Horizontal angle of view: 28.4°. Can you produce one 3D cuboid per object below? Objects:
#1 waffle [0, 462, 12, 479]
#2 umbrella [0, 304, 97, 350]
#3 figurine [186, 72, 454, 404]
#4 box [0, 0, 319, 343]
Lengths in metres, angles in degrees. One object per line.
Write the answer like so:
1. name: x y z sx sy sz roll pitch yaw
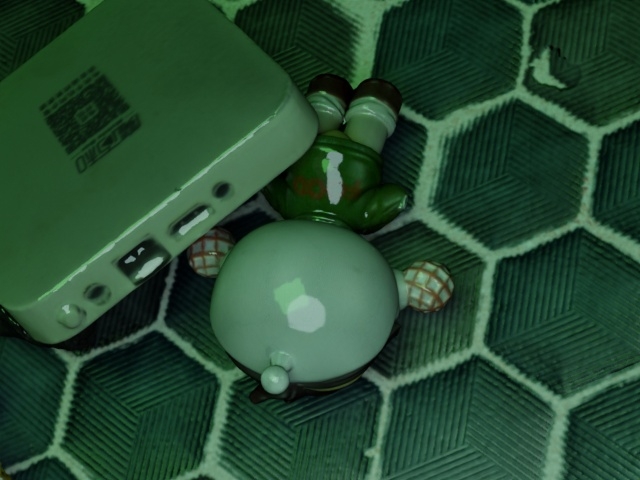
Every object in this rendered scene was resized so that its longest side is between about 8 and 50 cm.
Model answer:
1. waffle: -0.398 0.321 1.247 0.051 0.291 0.291 -3 65 52
2. umbrella: -0.394 0.050 1.397 0.326 0.094 0.090 16 62 17
3. figurine: 0.000 0.000 1.288 0.281 0.167 0.370 9 65 11
4. box: -0.223 -0.103 1.353 0.367 0.090 0.373 -39 46 -3
